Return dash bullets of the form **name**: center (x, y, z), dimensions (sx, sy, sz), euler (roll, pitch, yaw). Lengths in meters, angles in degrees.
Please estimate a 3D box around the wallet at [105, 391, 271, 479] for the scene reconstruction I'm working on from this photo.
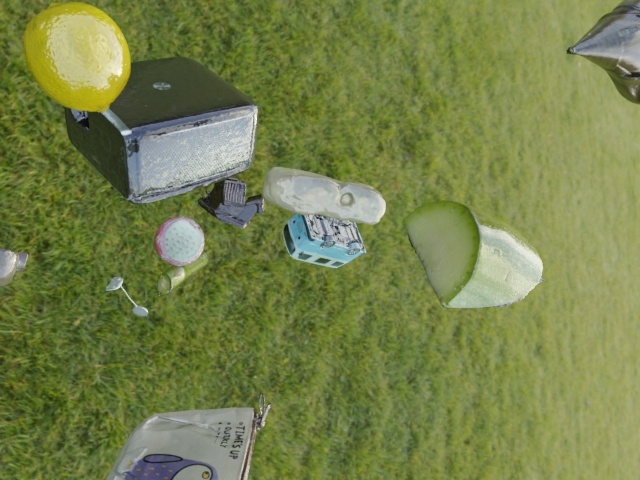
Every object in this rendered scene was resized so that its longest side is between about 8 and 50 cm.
- **wallet**: center (-0.240, 0.407, 1.047), dimensions (0.335, 0.275, 0.068), euler (-82, 168, -62)

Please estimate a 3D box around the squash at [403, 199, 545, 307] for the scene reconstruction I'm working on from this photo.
- **squash**: center (0.231, -0.004, 0.817), dimensions (0.184, 0.085, 0.191), euler (-6, 46, -13)

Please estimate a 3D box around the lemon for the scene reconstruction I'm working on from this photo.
- **lemon**: center (-0.437, -0.330, 1.058), dimensions (0.178, 0.178, 0.203), euler (-43, 122, -42)

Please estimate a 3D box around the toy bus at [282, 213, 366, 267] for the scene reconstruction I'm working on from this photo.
- **toy bus**: center (0.000, 0.000, 1.885), dimensions (0.271, 0.165, 0.133), euler (16, 47, -47)

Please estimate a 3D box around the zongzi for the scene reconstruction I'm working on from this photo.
- **zongzi**: center (0.539, -0.310, 1.049), dimensions (0.242, 0.112, 0.221), euler (-37, 133, -14)

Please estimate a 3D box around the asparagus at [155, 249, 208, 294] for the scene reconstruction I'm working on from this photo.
- **asparagus**: center (-0.382, 0.082, 1.612), dimensions (0.067, 0.060, 0.277), euler (-65, 177, 15)

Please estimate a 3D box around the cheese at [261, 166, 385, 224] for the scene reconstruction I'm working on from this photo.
- **cheese**: center (0.006, -0.094, 1.244), dimensions (0.263, 0.159, 0.093), euler (12, 97, -8)

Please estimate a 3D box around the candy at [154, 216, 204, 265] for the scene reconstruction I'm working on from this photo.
- **candy**: center (-0.290, 0.002, 1.192), dimensions (0.103, 0.043, 0.103), euler (2, 87, -36)

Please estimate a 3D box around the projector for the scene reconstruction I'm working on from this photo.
- **projector**: center (-0.437, -0.320, 1.617), dimensions (0.405, 0.395, 0.242), euler (-24, 138, -36)

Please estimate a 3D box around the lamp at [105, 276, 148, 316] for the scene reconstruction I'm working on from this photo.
- **lamp**: center (-0.612, 0.193, 1.845), dimensions (0.198, 0.050, 0.056), euler (69, 22, -45)

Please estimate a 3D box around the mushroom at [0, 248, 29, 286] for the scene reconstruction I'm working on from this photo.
- **mushroom**: center (-0.903, 0.074, 1.619), dimensions (0.141, 0.188, 0.117), euler (17, 82, -27)

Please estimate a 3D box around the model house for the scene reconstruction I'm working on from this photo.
- **model house**: center (-0.285, -0.138, 1.973), dimensions (0.203, 0.141, 0.164), euler (19, 113, -36)
